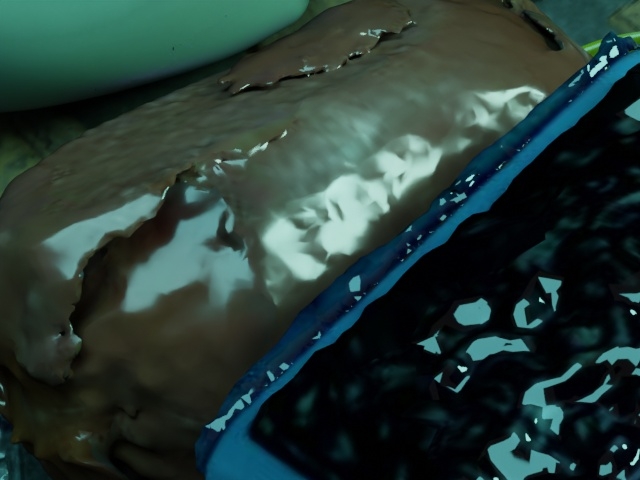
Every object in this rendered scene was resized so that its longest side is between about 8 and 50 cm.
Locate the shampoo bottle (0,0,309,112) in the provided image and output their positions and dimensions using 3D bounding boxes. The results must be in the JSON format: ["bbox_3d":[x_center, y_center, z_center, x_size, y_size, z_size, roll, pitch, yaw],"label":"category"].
[{"bbox_3d":[-0.190,-0.155,0.982,0.350,0.151,0.221,-14,59,5],"label":"shampoo bottle"}]

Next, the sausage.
[{"bbox_3d":[0.000,0.000,0.702,0.280,0.152,0.152,-29,50,-32],"label":"sausage"}]

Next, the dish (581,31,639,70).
[{"bbox_3d":[0.140,-0.008,0.827,0.208,0.080,0.148,-11,61,10],"label":"dish"}]

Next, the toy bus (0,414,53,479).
[{"bbox_3d":[-0.177,0.142,0.772,0.297,0.131,0.106,-16,51,4],"label":"toy bus"}]

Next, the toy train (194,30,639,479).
[{"bbox_3d":[0.115,0.093,0.628,0.300,0.265,0.188,-43,44,-21],"label":"toy train"}]
